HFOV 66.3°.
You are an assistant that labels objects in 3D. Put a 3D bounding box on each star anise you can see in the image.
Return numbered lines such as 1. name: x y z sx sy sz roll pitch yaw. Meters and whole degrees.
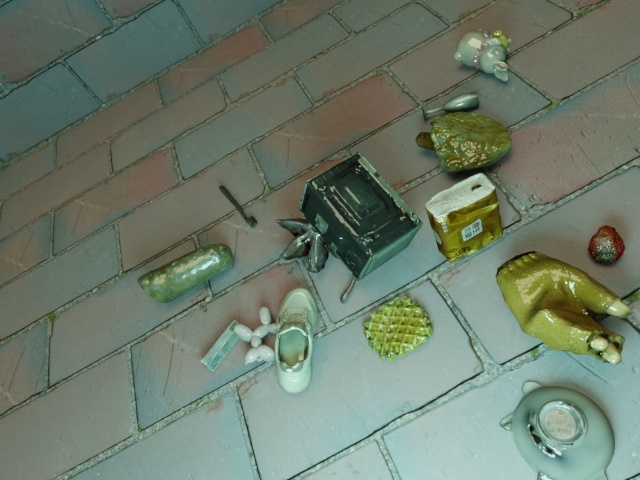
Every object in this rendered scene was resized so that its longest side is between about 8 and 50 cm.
1. star anise: 0.000 0.000 1.573 0.315 0.139 0.360 11 74 25

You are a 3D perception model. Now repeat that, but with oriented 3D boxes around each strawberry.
1. strawberry: 0.729 0.007 1.249 0.083 0.083 0.096 18 63 34

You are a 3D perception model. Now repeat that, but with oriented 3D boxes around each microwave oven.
1. microwave oven: 0.113 -0.076 1.433 0.237 0.181 0.295 -32 73 -24

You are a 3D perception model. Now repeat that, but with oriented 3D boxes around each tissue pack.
1. tissue pack: 0.397 -0.058 1.354 0.183 0.226 0.092 -31 50 2

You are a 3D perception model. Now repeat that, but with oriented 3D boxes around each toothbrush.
1. toothbrush: -0.322 -0.138 1.885 0.030 0.030 0.297 -34 48 -13

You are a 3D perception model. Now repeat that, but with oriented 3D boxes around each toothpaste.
1. toothpaste: -0.299 0.324 1.516 0.034 0.046 0.164 26 69 35

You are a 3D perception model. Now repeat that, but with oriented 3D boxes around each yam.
1. yam: -0.459 0.110 1.708 0.330 0.133 0.133 -28 48 -2

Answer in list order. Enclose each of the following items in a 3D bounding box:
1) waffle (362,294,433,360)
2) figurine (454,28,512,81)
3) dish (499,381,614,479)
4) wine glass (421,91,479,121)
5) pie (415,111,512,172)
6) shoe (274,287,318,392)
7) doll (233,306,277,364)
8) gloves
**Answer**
1. waffle: 0.209 0.239 1.348 0.183 0.036 0.169 -30 46 -1
2. figurine: 0.625 -0.679 1.790 0.155 0.127 0.235 -34 53 -15
3. dish: 0.507 0.409 1.046 0.228 0.086 0.236 -47 50 -13
4. wine glass: 0.463 -0.482 1.752 0.197 0.066 0.066 -13 51 17
5. pie: 0.479 -0.333 1.607 0.257 0.106 0.274 -27 48 -8
6. shoe: -0.072 0.253 1.375 0.124 0.159 0.317 -2 58 2
7. doll: -0.181 0.294 1.468 0.161 0.059 0.160 -33 55 -21
8. gloves: 0.568 0.161 1.158 0.203 0.155 0.356 -25 33 -3
